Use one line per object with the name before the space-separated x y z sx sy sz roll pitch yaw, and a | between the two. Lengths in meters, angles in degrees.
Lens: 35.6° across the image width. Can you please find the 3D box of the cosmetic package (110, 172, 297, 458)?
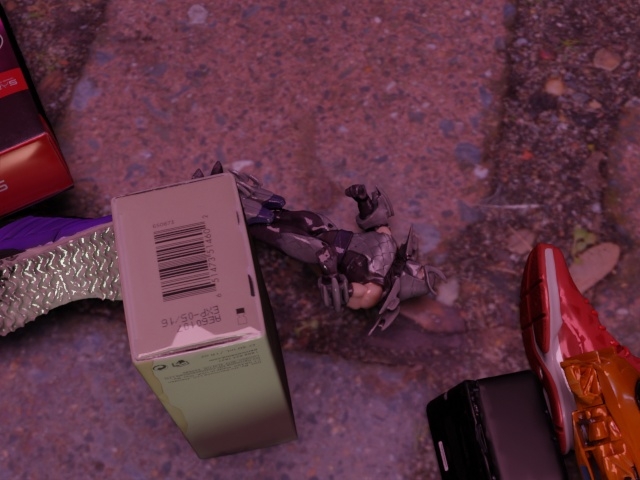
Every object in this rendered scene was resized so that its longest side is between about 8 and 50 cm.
cosmetic package | -0.100 0.086 0.941 0.113 0.309 0.160 -12 62 -3

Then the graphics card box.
graphics card box | -0.453 -0.161 1.167 0.232 0.094 0.371 -25 51 -7

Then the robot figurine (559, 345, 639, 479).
robot figurine | 0.323 0.228 0.889 0.085 0.211 0.291 -4 74 -42

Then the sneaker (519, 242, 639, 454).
sneaker | 0.286 0.109 1.042 0.128 0.087 0.221 -2 75 -7

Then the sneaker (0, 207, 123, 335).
sneaker | -0.283 0.006 1.108 0.293 0.102 0.146 -14 34 -19

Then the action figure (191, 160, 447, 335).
action figure | 0.000 0.000 1.064 0.285 0.099 0.185 20 29 5

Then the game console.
game console | 0.174 0.204 1.003 0.071 0.107 0.122 8 57 -33
